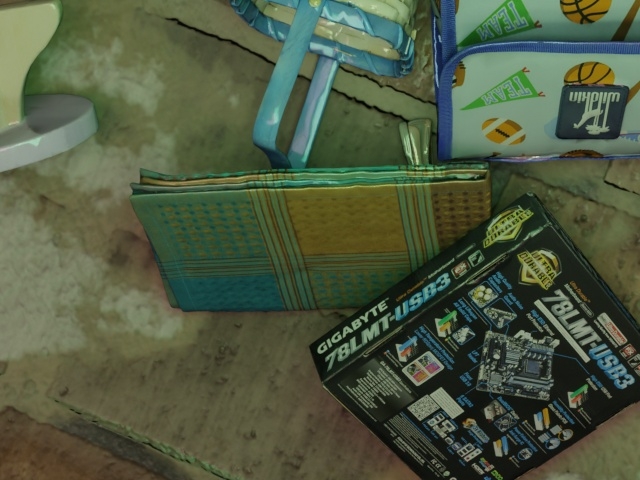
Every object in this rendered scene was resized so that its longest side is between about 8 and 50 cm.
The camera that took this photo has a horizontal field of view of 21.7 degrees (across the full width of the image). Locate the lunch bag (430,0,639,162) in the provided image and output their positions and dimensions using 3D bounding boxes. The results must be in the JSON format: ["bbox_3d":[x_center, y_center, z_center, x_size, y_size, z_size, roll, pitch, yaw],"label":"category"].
[{"bbox_3d":[0.272,-0.263,1.711,0.328,0.239,0.385,-1,114,2],"label":"lunch bag"}]

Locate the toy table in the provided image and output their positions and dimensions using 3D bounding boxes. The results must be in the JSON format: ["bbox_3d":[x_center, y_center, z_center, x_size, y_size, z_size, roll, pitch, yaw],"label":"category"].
[{"bbox_3d":[-0.393,-0.168,1.816,0.274,0.252,0.160,-13,115,-3],"label":"toy table"}]

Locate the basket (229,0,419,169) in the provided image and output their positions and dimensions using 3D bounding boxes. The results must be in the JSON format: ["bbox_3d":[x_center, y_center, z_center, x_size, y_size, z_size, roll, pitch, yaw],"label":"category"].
[{"bbox_3d":[0.000,-0.212,1.750,0.201,0.255,0.289,15,83,5],"label":"basket"}]

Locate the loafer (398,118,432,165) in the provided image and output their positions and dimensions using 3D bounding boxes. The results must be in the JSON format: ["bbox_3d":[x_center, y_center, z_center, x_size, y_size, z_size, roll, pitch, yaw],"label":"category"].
[{"bbox_3d":[0.118,-0.074,1.861,0.039,0.045,0.125,-14,95,2],"label":"loafer"}]

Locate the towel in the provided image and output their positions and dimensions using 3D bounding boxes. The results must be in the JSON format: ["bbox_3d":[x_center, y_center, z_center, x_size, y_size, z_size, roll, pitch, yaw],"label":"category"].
[{"bbox_3d":[0.000,0.000,1.804,0.370,0.271,0.040,-2,59,5],"label":"towel"}]

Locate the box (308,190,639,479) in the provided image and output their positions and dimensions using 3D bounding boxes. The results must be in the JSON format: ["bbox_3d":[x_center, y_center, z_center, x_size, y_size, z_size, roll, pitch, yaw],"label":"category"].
[{"bbox_3d":[0.188,0.131,1.804,0.293,0.073,0.295,-37,127,10],"label":"box"}]
